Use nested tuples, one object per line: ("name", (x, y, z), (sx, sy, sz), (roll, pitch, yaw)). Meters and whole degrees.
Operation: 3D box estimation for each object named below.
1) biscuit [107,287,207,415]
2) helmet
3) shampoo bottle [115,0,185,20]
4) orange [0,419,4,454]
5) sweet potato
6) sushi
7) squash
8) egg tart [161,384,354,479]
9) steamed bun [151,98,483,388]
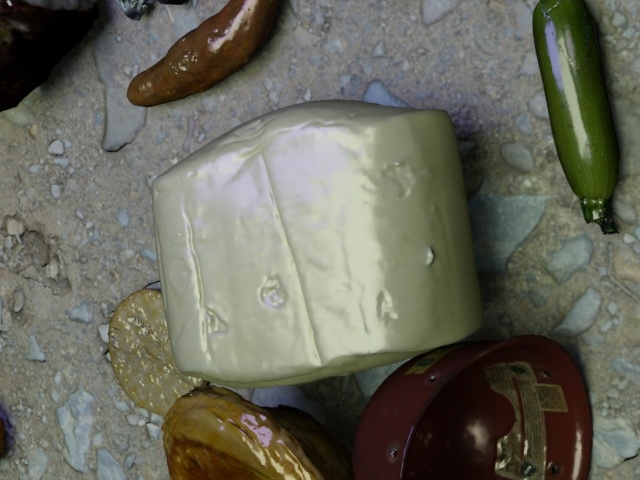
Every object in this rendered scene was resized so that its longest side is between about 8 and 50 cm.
("biscuit", (-0.274, 0.188, 2.032), (0.220, 0.033, 0.220), (6, 102, 30))
("helmet", (0.164, 0.283, 1.613), (0.230, 0.385, 0.337), (10, 116, 49))
("shampoo bottle", (-0.202, -0.447, 1.858), (0.309, 0.071, 0.098), (-40, 80, 32))
("orange", (-0.664, 0.363, 2.242), (0.136, 0.159, 0.159), (-144, 54, -71))
("sweet potato", (-0.166, -0.288, 1.847), (0.354, 0.095, 0.106), (-36, 83, 33))
("sushi", (-0.531, -0.377, 1.951), (0.294, 0.281, 0.299), (-38, 64, 31))
("squash", (0.335, -0.165, 1.567), (0.087, 0.087, 0.331), (-9, 95, 33))
("egg tart", (-0.054, 0.384, 1.733), (0.443, 0.178, 0.443), (33, 139, 35))
("steamed bun", (0.000, 0.000, 1.685), (0.456, 0.290, 0.371), (-9, 88, 27))
